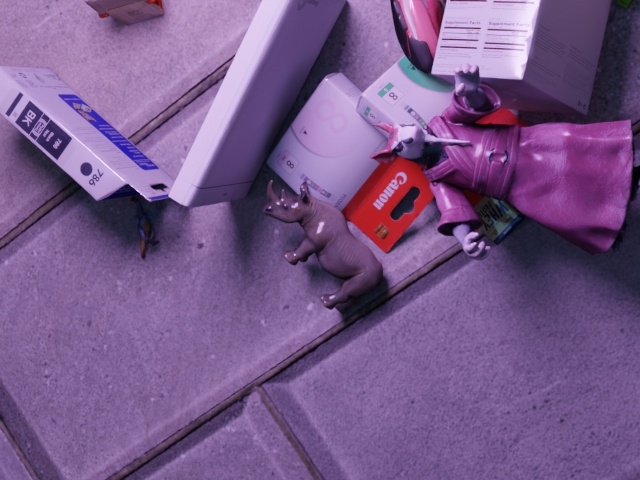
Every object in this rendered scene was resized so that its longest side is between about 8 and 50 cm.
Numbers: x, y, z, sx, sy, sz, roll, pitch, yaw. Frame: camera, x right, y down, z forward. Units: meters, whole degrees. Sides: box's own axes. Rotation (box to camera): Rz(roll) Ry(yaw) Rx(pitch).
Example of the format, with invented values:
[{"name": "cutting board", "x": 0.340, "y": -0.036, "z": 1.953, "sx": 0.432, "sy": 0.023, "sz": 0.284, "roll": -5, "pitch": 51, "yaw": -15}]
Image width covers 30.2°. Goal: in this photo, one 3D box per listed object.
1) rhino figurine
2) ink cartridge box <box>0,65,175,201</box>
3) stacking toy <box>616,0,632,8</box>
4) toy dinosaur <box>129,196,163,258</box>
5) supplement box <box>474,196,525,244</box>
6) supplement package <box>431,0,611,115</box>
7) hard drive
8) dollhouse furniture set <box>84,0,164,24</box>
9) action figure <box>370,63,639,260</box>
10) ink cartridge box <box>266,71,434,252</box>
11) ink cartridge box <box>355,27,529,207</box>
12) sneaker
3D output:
[{"name": "rhino figurine", "x": 0.000, "y": 0.000, "z": 1.810, "sx": 0.106, "sy": 0.073, "sz": 0.243, "roll": -35, "pitch": 104, "yaw": 16}, {"name": "ink cartridge box", "x": -0.371, "y": -0.152, "z": 1.884, "sx": 0.333, "sy": 0.165, "sz": 0.065, "roll": 40, "pitch": 105, "yaw": 10}, {"name": "stacking toy", "x": 0.403, "y": -0.451, "z": 1.654, "sx": 0.167, "sy": 0.052, "sz": 0.221, "roll": 31, "pitch": 129, "yaw": 14}, {"name": "toy dinosaur", "x": -0.297, "y": -0.029, "z": 1.942, "sx": 0.090, "sy": 0.047, "sz": 0.082, "roll": -46, "pitch": 64, "yaw": 26}, {"name": "supplement box", "x": 0.255, "y": -0.045, "z": 1.747, "sx": 0.083, "sy": 0.083, "sz": 0.056, "roll": 44, "pitch": 108, "yaw": 7}, {"name": "supplement package", "x": 0.279, "y": -0.295, "z": 1.619, "sx": 0.149, "sy": 0.194, "sz": 0.203, "roll": 11, "pitch": 87, "yaw": 39}, {"name": "hard drive", "x": -0.089, "y": -0.217, "z": 1.754, "sx": 0.047, "sy": 0.233, "sz": 0.353, "roll": 31, "pitch": 104, "yaw": 13}, {"name": "dollhouse furniture set", "x": -0.328, "y": -0.486, "z": 1.874, "sx": 0.262, "sy": 0.135, "sz": 0.259, "roll": -12, "pitch": 81, "yaw": 18}, {"name": "action figure", "x": 0.253, "y": -0.119, "z": 1.607, "sx": 0.370, "sy": 0.275, "sz": 0.248, "roll": 15, "pitch": 109, "yaw": 8}, {"name": "ink cartridge box", "x": 0.052, "y": -0.110, "z": 1.789, "sx": 0.232, "sy": 0.066, "sz": 0.189, "roll": 46, "pitch": 126, "yaw": 11}, {"name": "ink cartridge box", "x": 0.192, "y": -0.181, "z": 1.715, "sx": 0.225, "sy": 0.056, "sz": 0.181, "roll": 41, "pitch": 64, "yaw": 11}, {"name": "sneaker", "x": 0.159, "y": -0.393, "z": 1.692, "sx": 0.136, "sy": 0.116, "sz": 0.313, "roll": -9, "pitch": 72, "yaw": 5}]
